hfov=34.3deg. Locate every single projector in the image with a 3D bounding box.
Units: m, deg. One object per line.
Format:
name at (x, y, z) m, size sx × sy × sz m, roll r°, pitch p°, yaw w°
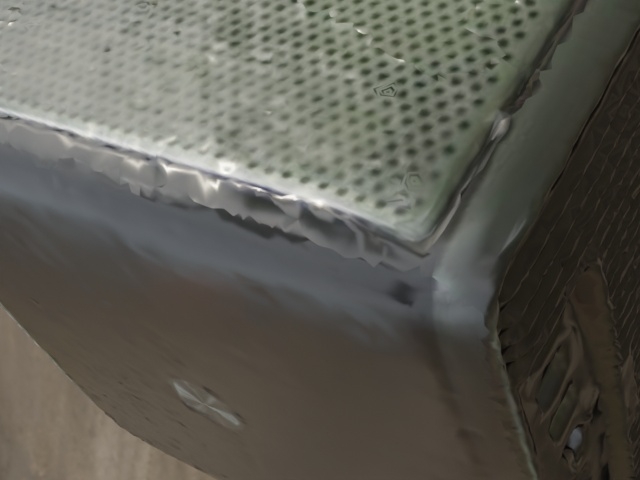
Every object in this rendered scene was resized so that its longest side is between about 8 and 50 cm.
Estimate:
projector at (0.000, 0.000, 0.610) m, size 0.405 × 0.242 × 0.395 m, roll 17°, pitch 150°, yaw 32°
